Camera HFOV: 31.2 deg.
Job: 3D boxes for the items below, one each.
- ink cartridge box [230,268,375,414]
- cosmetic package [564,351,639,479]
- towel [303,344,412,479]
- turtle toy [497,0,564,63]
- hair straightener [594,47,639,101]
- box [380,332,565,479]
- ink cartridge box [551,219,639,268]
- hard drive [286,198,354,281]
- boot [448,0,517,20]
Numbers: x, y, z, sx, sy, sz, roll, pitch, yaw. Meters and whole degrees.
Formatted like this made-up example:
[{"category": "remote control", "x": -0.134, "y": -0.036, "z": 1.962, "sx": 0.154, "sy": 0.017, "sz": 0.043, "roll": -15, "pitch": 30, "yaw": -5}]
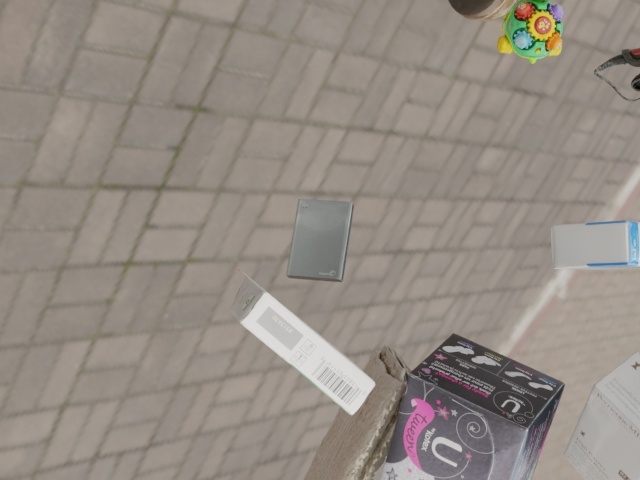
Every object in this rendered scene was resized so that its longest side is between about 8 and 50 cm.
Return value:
[{"category": "ink cartridge box", "x": -0.036, "y": 0.120, "z": 1.432, "sx": 0.056, "sy": 0.181, "sz": 0.225, "roll": -51, "pitch": -166, "yaw": -5}, {"category": "cosmetic package", "x": 0.405, "y": 0.258, "z": 1.509, "sx": 0.085, "sy": 0.117, "sz": 0.231, "roll": -33, "pitch": 151, "yaw": -18}, {"category": "towel", "x": 0.045, "y": 0.285, "z": 1.568, "sx": 0.282, "sy": 0.049, "sz": 0.187, "roll": -63, "pitch": -170, "yaw": 4}, {"category": "turtle toy", "x": 0.300, "y": -0.312, "z": 1.596, "sx": 0.095, "sy": 0.066, "sz": 0.130, "roll": 0, "pitch": 95, "yaw": -11}, {"category": "hair straightener", "x": 0.483, "y": -0.235, "z": 1.578, "sx": 0.047, "sy": 0.230, "sz": 0.089, "roll": 3, "pitch": 85, "yaw": -48}, {"category": "box", "x": 0.174, "y": 0.271, "z": 1.418, "sx": 0.142, "sy": 0.163, "sz": 0.247, "roll": -31, "pitch": 139, "yaw": -57}, {"category": "ink cartridge box", "x": 0.507, "y": 0.010, "z": 1.999, "sx": 0.191, "sy": 0.140, "sz": 0.082, "roll": 6, "pitch": 82, "yaw": -54}, {"category": "hard drive", "x": 0.000, "y": 0.000, "z": 1.889, "sx": 0.022, "sy": 0.094, "sz": 0.135, "roll": 50, "pitch": 46, "yaw": -67}, {"category": "boot", "x": 0.199, "y": -0.320, "z": 1.204, "sx": 0.112, "sy": 0.305, "sz": 0.115, "roll": -29, "pitch": 126, "yaw": 34}]
